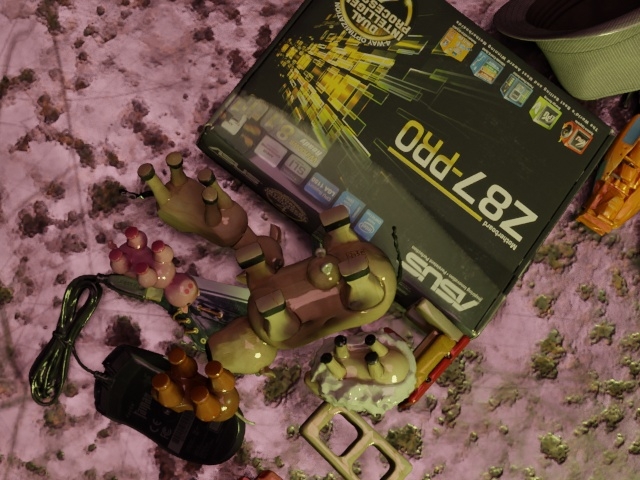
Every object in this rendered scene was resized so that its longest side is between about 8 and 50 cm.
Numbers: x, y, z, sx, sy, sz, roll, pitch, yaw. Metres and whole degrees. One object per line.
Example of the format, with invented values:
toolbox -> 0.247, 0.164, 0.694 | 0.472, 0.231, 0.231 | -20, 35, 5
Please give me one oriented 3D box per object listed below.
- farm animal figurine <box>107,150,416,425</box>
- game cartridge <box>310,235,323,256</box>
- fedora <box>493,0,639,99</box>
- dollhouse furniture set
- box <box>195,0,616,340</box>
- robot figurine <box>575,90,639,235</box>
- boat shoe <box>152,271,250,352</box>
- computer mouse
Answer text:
farm animal figurine -> -0.062, 0.061, 1.689 | 0.326, 0.172, 0.330 | -9, 59, 9
game cartridge -> 0.000, 0.000, 1.822 | 0.017, 0.056, 0.083 | -2, 76, -14
fedora -> 0.354, -0.254, 1.824 | 0.275, 0.243, 0.124 | -35, 118, -20
dollhouse furniture set -> 0.030, 0.259, 1.740 | 0.152, 0.201, 0.374 | 44, 76, -1
box -> 0.102, -0.118, 1.802 | 0.395, 0.097, 0.318 | 38, 73, -2
robot figurine -> 0.451, -0.105, 1.866 | 0.211, 0.085, 0.291 | 35, 83, -3
boat shoe -> -0.150, 0.086, 1.794 | 0.183, 0.065, 0.083 | 12, 80, -7
computer mouse -> -0.194, 0.140, 1.780 | 0.262, 0.060, 0.184 | 20, 101, 5
